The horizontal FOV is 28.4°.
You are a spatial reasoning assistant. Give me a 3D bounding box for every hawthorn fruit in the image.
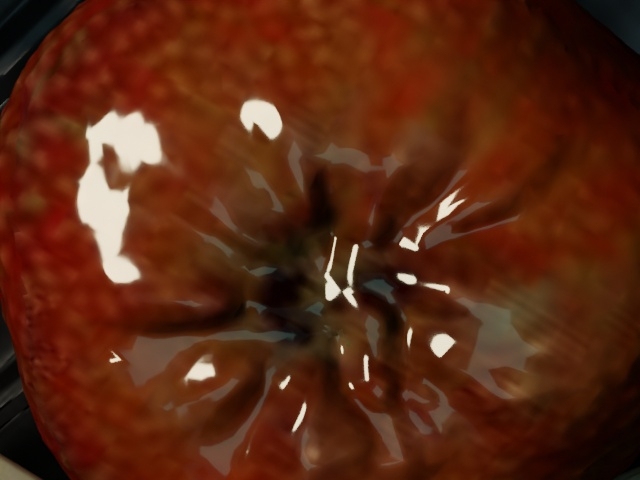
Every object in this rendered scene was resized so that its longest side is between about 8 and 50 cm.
[{"bbox_3d":[0.000,0.000,0.515,0.275,0.299,0.275,-1,94,-20],"label":"hawthorn fruit"}]

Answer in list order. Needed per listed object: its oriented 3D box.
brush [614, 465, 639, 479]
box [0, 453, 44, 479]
[{"bbox_3d":[0.070,0.186,0.651,0.314,0.017,0.090,-16,124,-26],"label":"brush"},{"bbox_3d":[-0.164,0.158,0.610,0.204,0.051,0.365,36,156,-16],"label":"box"}]
